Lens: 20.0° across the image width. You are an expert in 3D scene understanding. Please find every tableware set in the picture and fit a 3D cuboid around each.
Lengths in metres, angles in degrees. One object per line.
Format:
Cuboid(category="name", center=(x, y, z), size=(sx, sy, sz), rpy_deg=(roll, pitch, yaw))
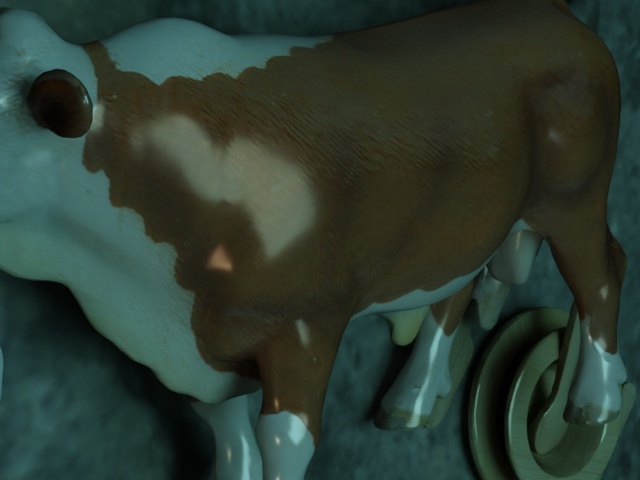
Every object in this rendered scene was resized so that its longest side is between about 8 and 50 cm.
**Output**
Cuboid(category="tableware set", center=(0.081, 0.119, 0.747), size=(0.128, 0.039, 0.194), rpy_deg=(40, 67, -38))

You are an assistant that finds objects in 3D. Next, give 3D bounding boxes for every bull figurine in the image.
Cuboid(category="bull figurine", center=(0.000, 0.000, 0.621), size=(0.310, 0.101, 0.188), rpy_deg=(-16, 108, -39))

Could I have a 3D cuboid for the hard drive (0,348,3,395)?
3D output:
Cuboid(category="hard drive", center=(-0.182, 0.107, 0.357), size=(0.353, 0.047, 0.233), rpy_deg=(36, 71, -74))
